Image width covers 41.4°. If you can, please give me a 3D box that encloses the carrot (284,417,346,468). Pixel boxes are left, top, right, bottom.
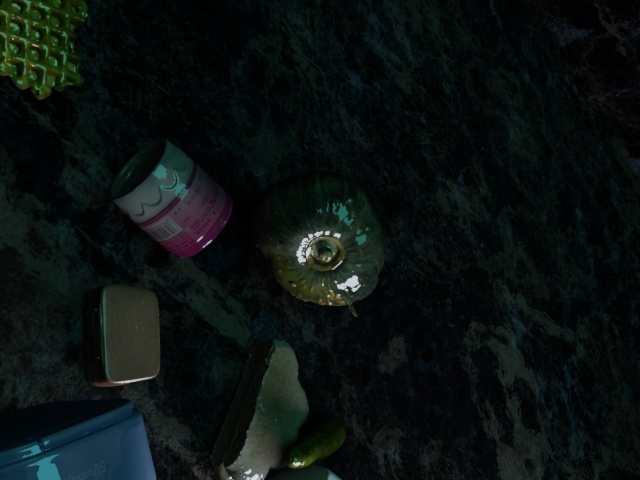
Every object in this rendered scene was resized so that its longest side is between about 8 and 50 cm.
[{"bbox_3d":[-0.010,0.452,1.871,0.358,0.074,0.074,9,71,-75],"label":"carrot"}]

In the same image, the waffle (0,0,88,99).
[{"bbox_3d":[-0.553,-0.419,1.648,0.291,0.051,0.291,11,74,-42],"label":"waffle"}]

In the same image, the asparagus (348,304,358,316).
[{"bbox_3d":[0.059,0.126,2.180,0.162,0.016,0.016,66,17,-11],"label":"asparagus"}]

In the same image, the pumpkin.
[{"bbox_3d":[0.000,0.000,1.954,0.257,0.292,0.327,-83,159,-64],"label":"pumpkin"}]

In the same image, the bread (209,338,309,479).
[{"bbox_3d":[-0.117,0.389,1.865,0.183,0.102,0.337,46,48,-34],"label":"bread"}]

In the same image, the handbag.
[{"bbox_3d":[-0.383,0.183,1.656,0.151,0.072,0.193,4,75,-46],"label":"handbag"}]

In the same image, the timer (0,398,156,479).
[{"bbox_3d":[-0.476,0.376,1.291,0.395,0.395,0.173,-16,94,-47],"label":"timer"}]

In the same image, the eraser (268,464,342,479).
[{"bbox_3d":[0.032,0.614,1.892,0.290,0.189,0.104,44,48,-30],"label":"eraser"}]

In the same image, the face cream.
[{"bbox_3d":[-0.304,-0.086,1.732,0.195,0.175,0.175,45,51,-31],"label":"face cream"}]
